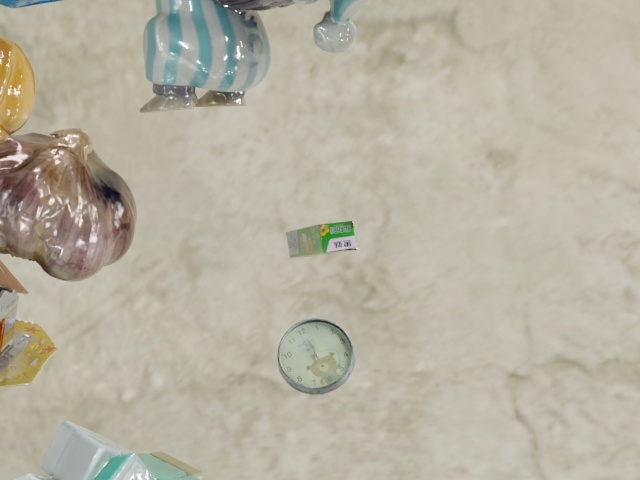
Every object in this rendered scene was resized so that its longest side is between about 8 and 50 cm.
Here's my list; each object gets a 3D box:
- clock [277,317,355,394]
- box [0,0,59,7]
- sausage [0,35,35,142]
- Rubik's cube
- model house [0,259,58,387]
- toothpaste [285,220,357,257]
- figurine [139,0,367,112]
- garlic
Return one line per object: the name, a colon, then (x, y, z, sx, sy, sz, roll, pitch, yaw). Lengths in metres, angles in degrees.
clock: (-0.005, 0.122, 1.409, 0.085, 0.017, 0.085, -1, 62, 3)
box: (-0.158, -0.190, 0.593, 0.073, 0.194, 0.139, -7, 90, 12)
sausage: (-0.344, -0.145, 1.091, 0.241, 0.120, 0.136, 26, 83, 20)
Rubik's cube: (-0.231, 0.319, 1.400, 0.213, 0.265, 0.224, 24, 90, 16)
model house: (-0.428, 0.074, 1.653, 0.207, 0.219, 0.136, 14, 109, 6)
toothpaste: (0.000, 0.000, 1.602, 0.043, 0.178, 0.037, -9, 89, -14)
figurine: (-0.039, -0.319, 1.535, 0.266, 0.377, 0.361, -12, 107, -48)
garlic: (-0.327, -0.058, 1.595, 0.245, 0.245, 0.160, 25, 111, -6)
